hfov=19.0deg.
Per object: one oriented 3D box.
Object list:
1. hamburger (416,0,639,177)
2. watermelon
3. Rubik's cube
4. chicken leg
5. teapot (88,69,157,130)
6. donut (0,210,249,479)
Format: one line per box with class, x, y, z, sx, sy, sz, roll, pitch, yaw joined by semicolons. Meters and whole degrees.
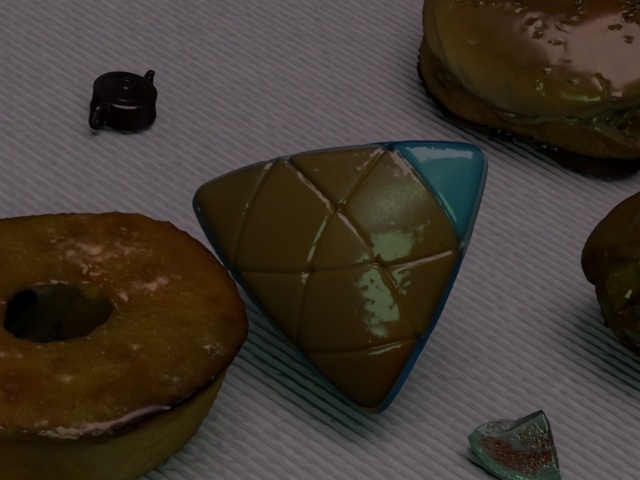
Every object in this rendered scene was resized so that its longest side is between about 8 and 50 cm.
hamburger;0.260;-0.214;2.004;0.305;0.174;0.284;15;50;15
watermelon;0.167;0.163;1.589;0.085;0.061;0.085;15;37;-12
Rubik's cube;0.000;0.000;1.659;0.254;0.254;0.254;7;39;-6
chicken leg;0.448;0.061;1.697;0.409;0.182;0.295;10;7;-29
teapot;-0.195;-0.141;1.881;0.068;0.045;0.100;27;40;20
donut;-0.212;0.092;1.542;0.303;0.110;0.303;6;38;-4
